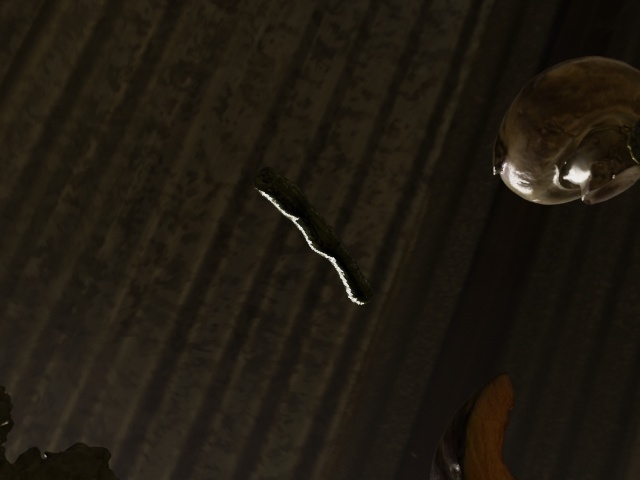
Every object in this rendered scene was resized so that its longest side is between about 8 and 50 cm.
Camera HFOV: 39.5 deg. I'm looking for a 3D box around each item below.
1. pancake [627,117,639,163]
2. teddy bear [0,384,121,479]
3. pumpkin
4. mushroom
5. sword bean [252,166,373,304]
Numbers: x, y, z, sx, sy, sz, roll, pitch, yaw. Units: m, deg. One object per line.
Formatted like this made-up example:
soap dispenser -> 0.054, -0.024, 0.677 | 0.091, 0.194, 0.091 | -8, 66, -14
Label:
pancake -> 0.328, -0.107, 0.823 | 0.017, 0.108, 0.108 | 31, -103, -18
teddy bear -> -0.412, 0.287, 1.018 | 0.357, 0.224, 0.367 | -9, -91, -24
pumpkin -> 0.185, 0.338, 1.119 | 0.148, 0.169, 0.312 | -5, -103, -40
mushroom -> 0.360, -0.141, 1.254 | 0.255, 0.255, 0.184 | -17, -113, -16
sword bean -> 0.001, 0.000, 1.143 | 0.043, 0.038, 0.269 | -35, -50, 4
